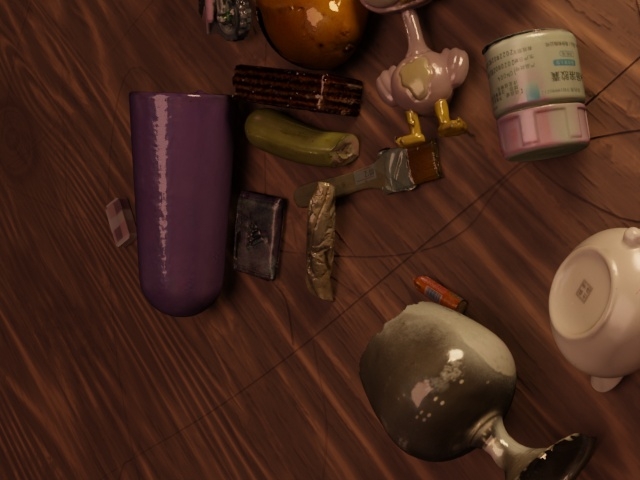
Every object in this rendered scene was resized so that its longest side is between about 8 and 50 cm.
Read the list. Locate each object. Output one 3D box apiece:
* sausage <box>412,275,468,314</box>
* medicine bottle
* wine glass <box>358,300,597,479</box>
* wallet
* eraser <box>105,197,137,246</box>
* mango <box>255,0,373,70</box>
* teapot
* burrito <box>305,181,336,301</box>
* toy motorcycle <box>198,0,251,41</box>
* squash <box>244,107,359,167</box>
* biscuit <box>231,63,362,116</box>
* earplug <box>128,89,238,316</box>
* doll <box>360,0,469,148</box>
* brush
[{"bbox_3d":[0.192,0.086,1.497,0.107,0.031,0.031,35,114,36],"label":"sausage"},{"bbox_3d":[0.311,-0.206,1.307,0.135,0.135,0.168,-11,84,42],"label":"medicine bottle"},{"bbox_3d":[0.218,0.252,1.354,0.323,0.238,0.238,47,121,33],"label":"wine glass"},{"bbox_3d":[-0.119,-0.010,1.780,0.111,0.030,0.165,14,103,36],"label":"wallet"},{"bbox_3d":[-0.457,-0.043,2.091,0.065,0.026,0.105,-32,70,42],"label":"eraser"},{"bbox_3d":[-0.023,-0.390,1.605,0.236,0.136,0.166,38,117,38],"label":"mango"},{"bbox_3d":[0.410,0.078,1.229,0.298,0.139,0.204,-61,23,29],"label":"teapot"},{"bbox_3d":[0.000,0.001,1.643,0.058,0.063,0.229,1,110,4],"label":"burrito"},{"bbox_3d":[-0.199,-0.557,1.768,0.188,0.143,0.327,23,122,48],"label":"toy motorcycle"},{"bbox_3d":[-0.044,-0.187,1.670,0.250,0.083,0.083,22,106,38],"label":"squash"},{"bbox_3d":[-0.048,-0.274,1.651,0.252,0.106,0.070,16,102,41],"label":"biscuit"},{"bbox_3d":[-0.276,-0.071,1.809,0.215,0.215,0.455,10,102,42],"label":"earplug"},{"bbox_3d":[0.151,-0.335,1.470,0.160,0.094,0.365,-13,86,28],"label":"doll"},{"bbox_3d":[0.071,-0.106,1.607,0.337,0.020,0.085,-15,81,42],"label":"brush"}]
